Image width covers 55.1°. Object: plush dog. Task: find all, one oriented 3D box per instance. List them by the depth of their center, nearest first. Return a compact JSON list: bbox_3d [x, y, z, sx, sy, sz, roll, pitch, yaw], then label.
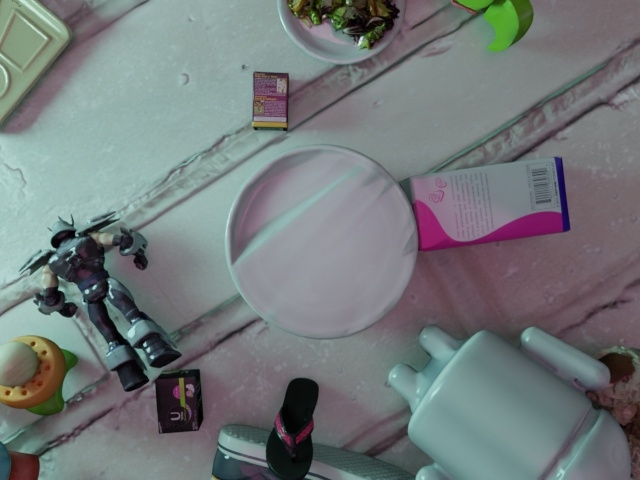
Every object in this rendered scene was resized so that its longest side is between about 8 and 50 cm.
[{"bbox_3d":[0.481,0.308,0.926,0.262,0.211,0.225,41,105,25],"label":"plush dog"}]

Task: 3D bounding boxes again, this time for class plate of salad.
[{"bbox_3d":[0.034,-0.371,0.933,0.200,0.048,0.199,0,91,-3],"label":"plate of salad"}]

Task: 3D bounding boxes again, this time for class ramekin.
[{"bbox_3d":[0.000,0.000,0.902,0.273,0.127,0.272,0,92,-2],"label":"ramekin"}]

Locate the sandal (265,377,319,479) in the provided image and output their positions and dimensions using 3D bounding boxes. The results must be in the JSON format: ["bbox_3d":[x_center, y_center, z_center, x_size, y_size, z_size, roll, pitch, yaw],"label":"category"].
[{"bbox_3d":[-0.038,0.263,0.889,0.067,0.179,0.040,8,128,2],"label":"sandal"}]

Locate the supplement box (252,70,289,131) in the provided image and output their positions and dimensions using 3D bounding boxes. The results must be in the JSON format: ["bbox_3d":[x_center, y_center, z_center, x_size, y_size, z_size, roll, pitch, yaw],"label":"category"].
[{"bbox_3d":[-0.076,-0.211,0.934,0.055,0.043,0.083,2,92,-2],"label":"supplement box"}]

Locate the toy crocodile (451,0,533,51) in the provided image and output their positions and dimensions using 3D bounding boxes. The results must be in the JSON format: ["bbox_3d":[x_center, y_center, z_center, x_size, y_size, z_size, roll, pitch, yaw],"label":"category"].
[{"bbox_3d":[0.180,-0.421,0.916,0.341,0.105,0.115,37,48,-2],"label":"toy crocodile"}]

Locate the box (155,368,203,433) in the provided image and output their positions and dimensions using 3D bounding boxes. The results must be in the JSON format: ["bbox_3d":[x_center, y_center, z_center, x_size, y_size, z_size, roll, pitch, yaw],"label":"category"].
[{"bbox_3d":[-0.215,0.244,0.936,0.062,0.052,0.083,-4,93,-3],"label":"box"}]

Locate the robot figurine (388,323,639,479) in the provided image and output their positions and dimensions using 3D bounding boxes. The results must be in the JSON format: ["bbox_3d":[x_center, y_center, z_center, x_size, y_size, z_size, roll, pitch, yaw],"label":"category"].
[{"bbox_3d":[0.265,0.263,0.850,0.353,0.200,0.300,37,90,24],"label":"robot figurine"}]

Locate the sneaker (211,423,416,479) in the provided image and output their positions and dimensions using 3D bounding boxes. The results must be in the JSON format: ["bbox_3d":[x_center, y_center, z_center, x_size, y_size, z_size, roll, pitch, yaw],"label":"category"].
[{"bbox_3d":[-0.007,0.376,0.914,0.321,0.126,0.127,12,86,8],"label":"sneaker"}]

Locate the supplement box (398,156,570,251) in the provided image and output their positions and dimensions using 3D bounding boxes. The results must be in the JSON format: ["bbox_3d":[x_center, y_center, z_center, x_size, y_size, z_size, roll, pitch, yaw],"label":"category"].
[{"bbox_3d":[0.238,-0.054,0.917,0.220,0.114,0.111,-7,93,-3],"label":"supplement box"}]

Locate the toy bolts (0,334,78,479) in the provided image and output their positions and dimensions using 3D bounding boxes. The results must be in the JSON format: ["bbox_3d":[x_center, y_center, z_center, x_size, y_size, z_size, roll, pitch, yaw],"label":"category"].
[{"bbox_3d":[-0.473,0.238,0.838,0.218,0.158,0.228,4,68,2],"label":"toy bolts"}]

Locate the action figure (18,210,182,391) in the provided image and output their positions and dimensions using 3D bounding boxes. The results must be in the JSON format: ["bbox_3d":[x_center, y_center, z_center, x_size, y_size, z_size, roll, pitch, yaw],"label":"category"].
[{"bbox_3d":[-0.324,0.081,0.908,0.185,0.099,0.285,-35,81,6],"label":"action figure"}]

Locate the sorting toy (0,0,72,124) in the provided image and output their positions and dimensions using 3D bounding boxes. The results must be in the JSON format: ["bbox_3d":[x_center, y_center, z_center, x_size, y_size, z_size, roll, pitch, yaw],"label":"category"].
[{"bbox_3d":[-0.504,-0.295,0.922,0.193,0.038,0.208,39,94,-3],"label":"sorting toy"}]
